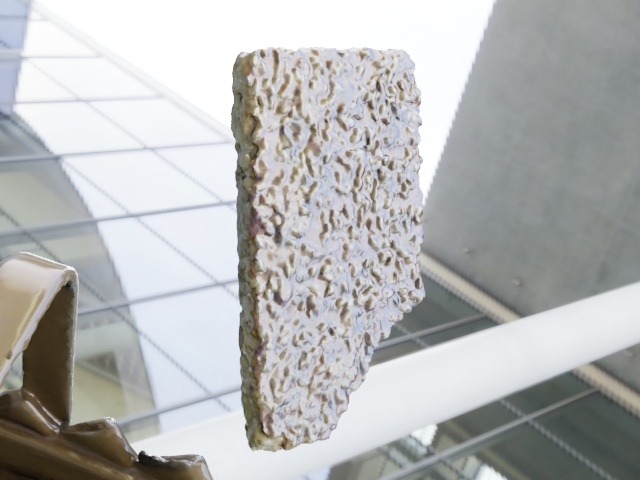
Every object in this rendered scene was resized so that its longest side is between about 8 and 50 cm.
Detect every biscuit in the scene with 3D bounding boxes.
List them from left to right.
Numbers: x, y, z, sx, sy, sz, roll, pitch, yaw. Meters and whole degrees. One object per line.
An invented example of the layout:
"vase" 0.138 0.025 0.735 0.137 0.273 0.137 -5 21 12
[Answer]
"biscuit" 0.010 0.004 0.666 0.026 0.131 0.236 6 -80 56

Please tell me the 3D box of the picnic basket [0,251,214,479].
"picnic basket" -0.183 0.188 0.570 0.291 0.254 0.321 18 -43 4
